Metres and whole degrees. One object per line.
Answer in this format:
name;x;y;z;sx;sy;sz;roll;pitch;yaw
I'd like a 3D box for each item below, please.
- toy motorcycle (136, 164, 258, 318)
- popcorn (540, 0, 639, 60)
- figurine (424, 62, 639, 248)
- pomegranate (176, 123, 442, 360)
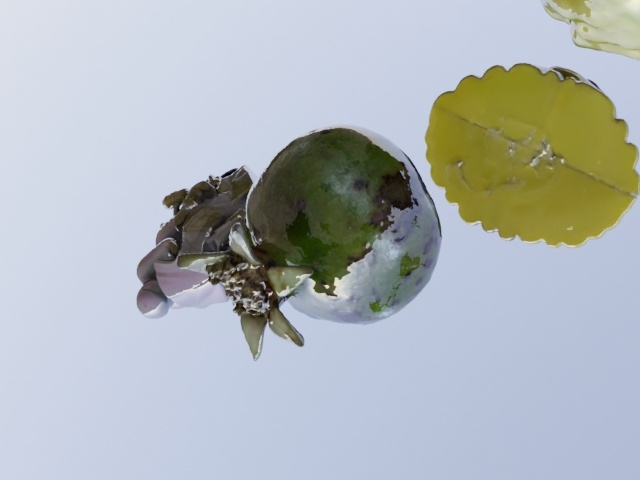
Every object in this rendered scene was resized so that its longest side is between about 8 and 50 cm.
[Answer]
toy motorcycle;-0.100;0.004;1.021;0.152;0.073;0.225;-43;-161;-3
popcorn;0.239;-0.257;0.772;0.293;0.293;0.237;-61;172;-9
figurine;0.228;-0.117;1.187;0.187;0.168;0.315;0;-164;17
pomegranate;0.006;-0.001;0.815;0.148;0.148;0.169;-26;-163;38
